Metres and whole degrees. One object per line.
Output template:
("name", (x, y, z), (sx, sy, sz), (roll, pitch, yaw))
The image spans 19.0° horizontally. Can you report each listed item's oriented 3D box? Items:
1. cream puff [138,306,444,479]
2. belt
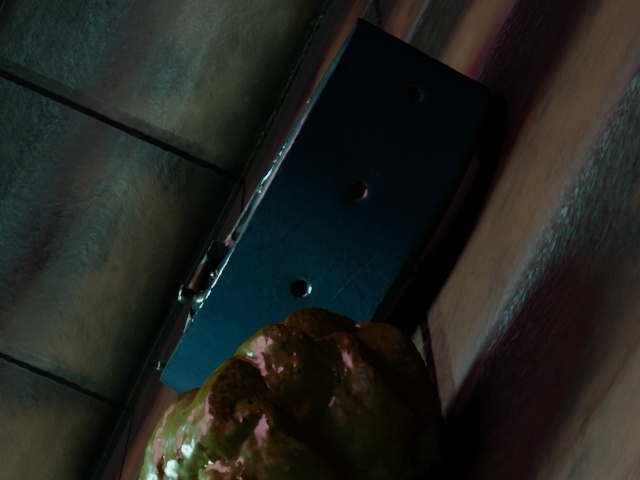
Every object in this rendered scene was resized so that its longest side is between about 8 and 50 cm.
("cream puff", (-0.019, 0.169, 1.338), (0.244, 0.244, 0.196), (-60, 42, 34))
("belt", (0.001, -0.001, 1.766), (0.436, 0.173, 0.300), (-54, 6, 40))
